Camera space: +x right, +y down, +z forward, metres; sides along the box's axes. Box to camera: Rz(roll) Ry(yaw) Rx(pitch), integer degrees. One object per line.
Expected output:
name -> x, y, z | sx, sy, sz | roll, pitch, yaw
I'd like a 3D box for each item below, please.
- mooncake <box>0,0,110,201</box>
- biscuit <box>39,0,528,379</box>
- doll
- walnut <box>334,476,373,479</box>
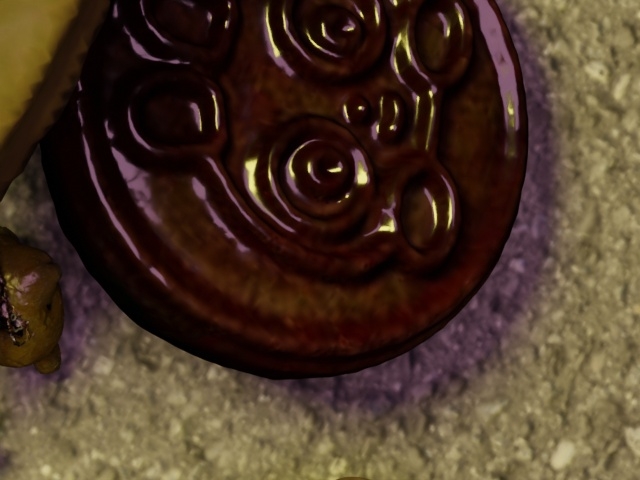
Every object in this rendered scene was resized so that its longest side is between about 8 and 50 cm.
mooncake -> -0.299, -0.187, 1.160 | 0.246, 0.393, 0.394 | 29, 59, -33
biscuit -> -0.016, -0.099, 1.298 | 0.407, 0.091, 0.407 | 4, 82, -26
doll -> -0.249, 0.036, 1.267 | 0.097, 0.209, 0.137 | -19, 80, 15
walnut -> 0.007, 0.302, 1.272 | 0.248, 0.248, 0.248 | 0, 86, -7
